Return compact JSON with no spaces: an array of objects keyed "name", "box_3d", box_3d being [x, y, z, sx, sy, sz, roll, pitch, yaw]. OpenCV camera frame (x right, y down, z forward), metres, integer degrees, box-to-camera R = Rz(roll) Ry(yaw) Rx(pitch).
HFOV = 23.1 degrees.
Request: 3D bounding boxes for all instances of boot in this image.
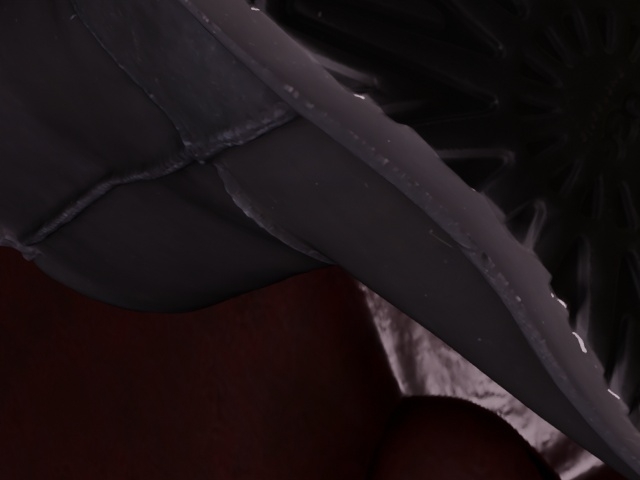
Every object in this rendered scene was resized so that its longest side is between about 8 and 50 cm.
[{"name":"boot","box_3d":[-0.001,-0.002,0.691,0.367,0.146,0.445,46,154,-12]}]
